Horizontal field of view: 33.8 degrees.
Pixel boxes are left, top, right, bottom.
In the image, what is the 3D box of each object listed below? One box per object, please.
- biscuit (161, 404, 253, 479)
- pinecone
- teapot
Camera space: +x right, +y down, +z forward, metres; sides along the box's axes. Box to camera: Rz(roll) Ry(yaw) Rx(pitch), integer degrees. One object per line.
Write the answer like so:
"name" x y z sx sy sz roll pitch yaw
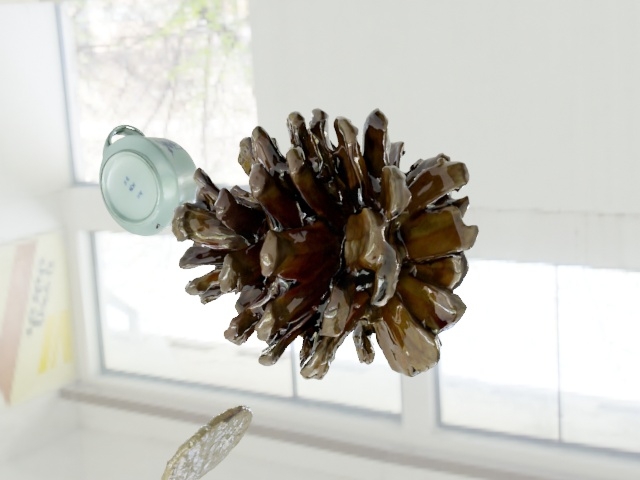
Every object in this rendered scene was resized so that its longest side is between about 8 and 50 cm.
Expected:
"biscuit" -0.113 0.208 1.051 0.015 0.120 0.120 43 -147 20
"pinecone" 0.002 0.001 0.682 0.195 0.179 0.150 5 168 6
"teapot" -0.257 -0.097 1.665 0.232 0.159 0.159 45 -150 14
